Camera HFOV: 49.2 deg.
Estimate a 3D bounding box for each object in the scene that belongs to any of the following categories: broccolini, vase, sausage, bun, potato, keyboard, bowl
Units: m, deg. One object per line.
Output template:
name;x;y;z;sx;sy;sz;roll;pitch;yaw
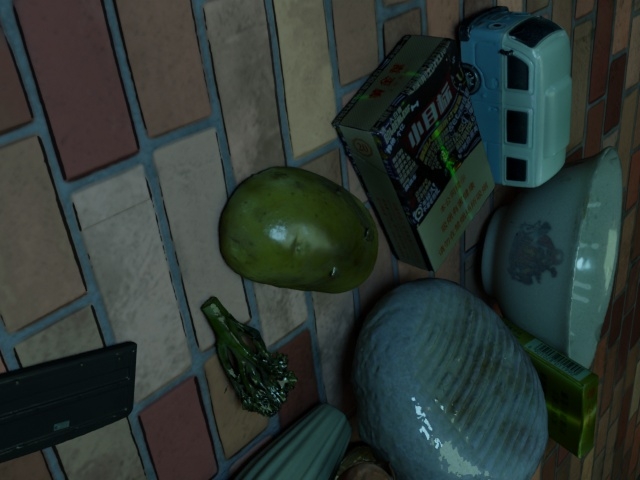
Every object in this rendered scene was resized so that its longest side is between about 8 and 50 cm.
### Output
broccolini;-0.093;0.156;0.897;0.091;0.068;0.202;-38;133;-8
vase;-0.042;0.339;0.995;0.248;0.128;0.128;-46;136;-38
sausage;0.035;0.465;1.067;0.094;0.094;0.419;-85;-176;-48
bun;0.187;0.237;1.094;0.362;0.211;0.361;17;60;-33
potato;0.000;0.000;0.904;0.272;0.111;0.160;18;94;-50
keyboard;-0.265;0.167;0.732;0.381;0.041;0.103;-6;111;-41
bowl;0.425;0.035;1.316;0.435;0.196;0.434;-20;114;-56

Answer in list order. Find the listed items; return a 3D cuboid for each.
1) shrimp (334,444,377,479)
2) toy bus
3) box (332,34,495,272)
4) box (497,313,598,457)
shrimp;0.080;0.428;1.227;0.253;0.058;0.173;-13;107;-42
toy bus;0.317;-0.227;1.128;0.133;0.165;0.271;-35;129;-35
box;0.153;-0.123;1.048;0.198;0.084;0.310;-52;138;-21
box;0.348;0.231;1.244;0.043;0.311;0.173;-27;125;-25
